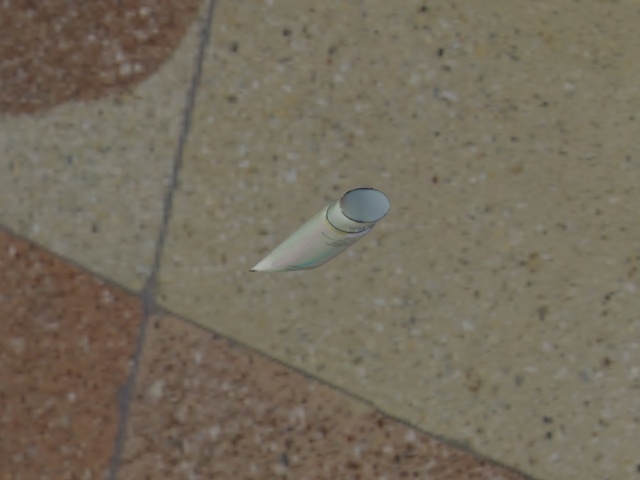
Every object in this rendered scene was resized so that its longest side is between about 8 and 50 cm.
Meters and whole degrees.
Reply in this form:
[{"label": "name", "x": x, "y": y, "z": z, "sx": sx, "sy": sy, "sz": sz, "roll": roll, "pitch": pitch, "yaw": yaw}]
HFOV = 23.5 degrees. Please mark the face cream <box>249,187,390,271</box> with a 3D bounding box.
[{"label": "face cream", "x": 0.000, "y": 0.000, "z": 0.754, "sx": 0.115, "sy": 0.038, "sz": 0.020, "roll": 140, "pitch": 123, "yaw": -63}]
